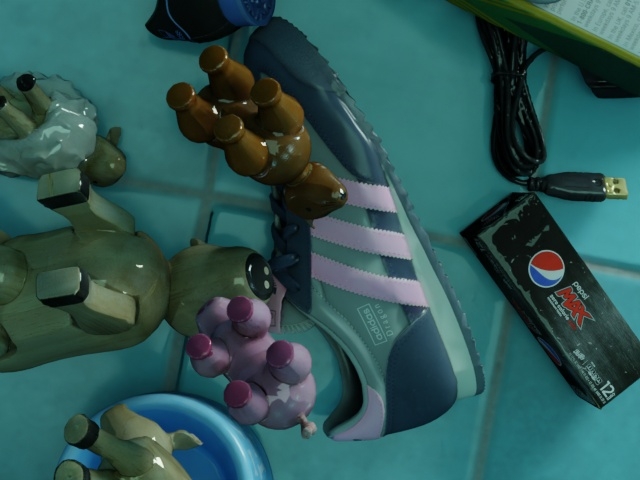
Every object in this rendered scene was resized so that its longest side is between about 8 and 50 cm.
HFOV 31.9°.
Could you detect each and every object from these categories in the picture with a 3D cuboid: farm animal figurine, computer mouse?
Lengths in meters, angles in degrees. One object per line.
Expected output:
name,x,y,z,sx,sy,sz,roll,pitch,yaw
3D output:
farm animal figurine,-0.125,0.052,0.730,0.327,0.172,0.330,7,69,21
computer mouse,0.253,-0.122,0.868,0.262,0.060,0.184,-1,92,-8

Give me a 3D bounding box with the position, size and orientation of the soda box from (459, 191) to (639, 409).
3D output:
soda box,0.183,0.044,0.869,0.060,0.053,0.169,-37,97,-6

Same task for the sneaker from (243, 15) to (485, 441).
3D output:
sneaker,0.000,0.000,0.812,0.131,0.112,0.319,-28,95,-8

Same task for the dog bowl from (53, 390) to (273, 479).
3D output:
dog bowl,-0.116,0.244,0.774,0.166,0.074,0.297,1,70,-1

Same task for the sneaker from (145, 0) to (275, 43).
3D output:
sneaker,-0.088,-0.255,0.805,0.091,0.081,0.232,-7,76,25

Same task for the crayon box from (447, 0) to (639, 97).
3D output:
crayon box,0.157,-0.262,0.813,0.323,0.083,0.203,28,88,4

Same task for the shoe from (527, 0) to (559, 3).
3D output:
shoe,0.110,-0.236,0.732,0.063,0.081,0.178,-36,85,1
